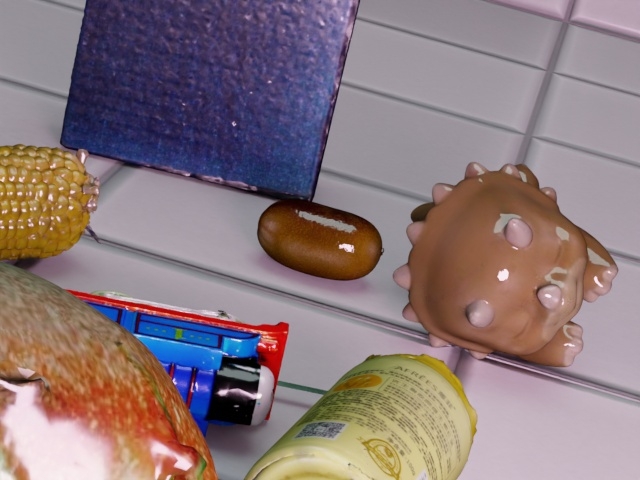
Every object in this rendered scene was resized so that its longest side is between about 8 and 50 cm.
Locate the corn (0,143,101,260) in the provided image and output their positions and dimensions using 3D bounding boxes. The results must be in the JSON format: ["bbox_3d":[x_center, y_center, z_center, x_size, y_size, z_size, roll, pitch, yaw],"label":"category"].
[{"bbox_3d":[-0.337,-0.027,1.619,0.305,0.106,0.106,-6,27,-34],"label":"corn"}]

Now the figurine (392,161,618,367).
[{"bbox_3d":[0.148,0.012,1.728,0.173,0.177,0.247,24,24,-30],"label":"figurine"}]

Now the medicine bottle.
[{"bbox_3d":[0.032,0.161,1.329,0.124,0.124,0.239,19,19,13],"label":"medicine bottle"}]

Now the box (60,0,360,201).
[{"bbox_3d":[-0.113,-0.202,2.003,0.279,0.261,0.116,13,17,-2],"label":"box"}]

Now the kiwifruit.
[{"bbox_3d":[0.000,0.000,1.814,0.124,0.075,0.075,13,19,4],"label":"kiwifruit"}]

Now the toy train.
[{"bbox_3d":[-0.131,0.097,1.441,0.204,0.082,0.131,10,20,-5],"label":"toy train"}]

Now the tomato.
[{"bbox_3d":[-0.203,0.161,0.979,0.303,0.303,0.239,1,8,-32],"label":"tomato"}]

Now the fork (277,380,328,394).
[{"bbox_3d":[-0.045,0.120,1.533,0.235,0.021,0.039,15,23,-2],"label":"fork"}]
